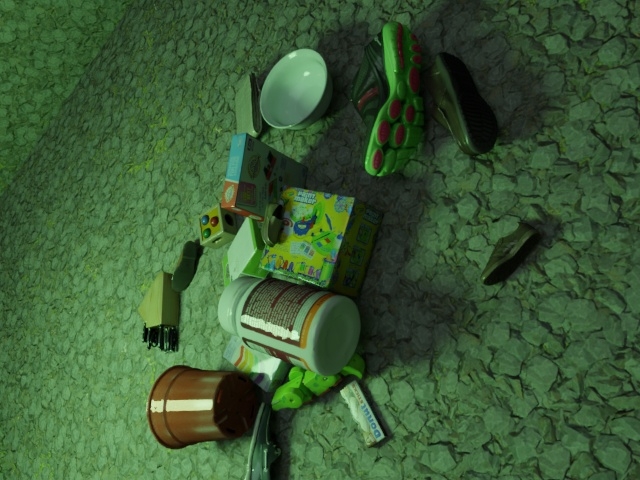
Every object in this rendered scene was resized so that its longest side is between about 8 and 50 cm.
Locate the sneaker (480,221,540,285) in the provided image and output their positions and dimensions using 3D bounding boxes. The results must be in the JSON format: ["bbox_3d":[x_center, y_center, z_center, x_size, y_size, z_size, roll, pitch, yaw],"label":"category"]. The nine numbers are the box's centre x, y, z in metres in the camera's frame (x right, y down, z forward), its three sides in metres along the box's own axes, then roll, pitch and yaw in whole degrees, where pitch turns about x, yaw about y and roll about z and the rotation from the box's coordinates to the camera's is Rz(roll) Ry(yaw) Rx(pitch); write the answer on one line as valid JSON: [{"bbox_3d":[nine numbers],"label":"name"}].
[{"bbox_3d":[0.474,0.034,1.305,0.188,0.066,0.071,-46,38,11],"label":"sneaker"}]

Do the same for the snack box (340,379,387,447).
[{"bbox_3d":[0.121,0.492,1.450,0.064,0.022,0.178,-42,56,18],"label":"snack box"}]

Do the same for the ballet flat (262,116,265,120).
[{"bbox_3d":[-0.162,-0.545,1.937,0.068,0.072,0.213,34,99,27],"label":"ballet flat"}]

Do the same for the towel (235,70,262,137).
[{"bbox_3d":[-0.282,-0.496,1.986,0.187,0.049,0.283,-36,55,57],"label":"towel"}]

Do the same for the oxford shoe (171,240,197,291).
[{"bbox_3d":[-0.544,0.103,2.045,0.213,0.076,0.076,-70,21,2],"label":"oxford shoe"}]

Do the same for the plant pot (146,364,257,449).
[{"bbox_3d":[-0.366,0.534,1.646,0.264,0.272,0.273,-12,70,32],"label":"plant pot"}]

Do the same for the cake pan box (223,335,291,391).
[{"bbox_3d":[-0.182,0.329,1.697,0.245,0.070,0.267,28,93,36],"label":"cake pan box"}]

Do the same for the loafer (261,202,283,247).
[{"bbox_3d":[-0.145,-0.052,1.563,0.050,0.056,0.148,-15,67,41],"label":"loafer"}]

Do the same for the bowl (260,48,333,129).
[{"bbox_3d":[-0.063,-0.512,1.810,0.297,0.134,0.298,-12,70,33],"label":"bowl"}]

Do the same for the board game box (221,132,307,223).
[{"bbox_3d":[-0.175,-0.181,1.681,0.064,0.316,0.243,-1,76,36],"label":"board game box"}]

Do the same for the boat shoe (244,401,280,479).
[{"bbox_3d":[-0.177,0.676,1.594,0.098,0.116,0.320,9,70,-5],"label":"boat shoe"}]

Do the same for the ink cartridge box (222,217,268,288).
[{"bbox_3d":[-0.249,0.059,1.783,0.255,0.096,0.189,-55,34,32],"label":"ink cartridge box"}]

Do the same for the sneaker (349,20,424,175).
[{"bbox_3d":[0.194,-0.415,1.553,0.202,0.185,0.483,-11,66,53],"label":"sneaker"}]

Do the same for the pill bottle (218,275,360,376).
[{"bbox_3d":[-0.100,0.232,1.485,0.392,0.224,0.224,11,83,37],"label":"pill bottle"}]

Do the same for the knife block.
[{"bbox_3d":[-0.614,0.297,2.016,0.242,0.088,0.276,39,101,37],"label":"knife block"}]

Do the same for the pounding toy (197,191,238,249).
[{"bbox_3d":[-0.387,-0.102,1.957,0.181,0.094,0.206,-28,62,28],"label":"pounding toy"}]

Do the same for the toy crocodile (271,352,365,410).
[{"bbox_3d":[-0.016,0.424,1.528,0.340,0.105,0.115,-37,16,24],"label":"toy crocodile"}]

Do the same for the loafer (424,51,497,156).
[{"bbox_3d":[0.391,-0.371,1.453,0.130,0.133,0.366,-51,38,47],"label":"loafer"}]

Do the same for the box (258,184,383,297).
[{"bbox_3d":[0.000,0.000,1.586,0.289,0.177,0.279,15,86,39],"label":"box"}]

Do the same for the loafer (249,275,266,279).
[{"bbox_3d":[-0.231,0.124,1.816,0.045,0.039,0.125,-33,49,-24],"label":"loafer"}]
